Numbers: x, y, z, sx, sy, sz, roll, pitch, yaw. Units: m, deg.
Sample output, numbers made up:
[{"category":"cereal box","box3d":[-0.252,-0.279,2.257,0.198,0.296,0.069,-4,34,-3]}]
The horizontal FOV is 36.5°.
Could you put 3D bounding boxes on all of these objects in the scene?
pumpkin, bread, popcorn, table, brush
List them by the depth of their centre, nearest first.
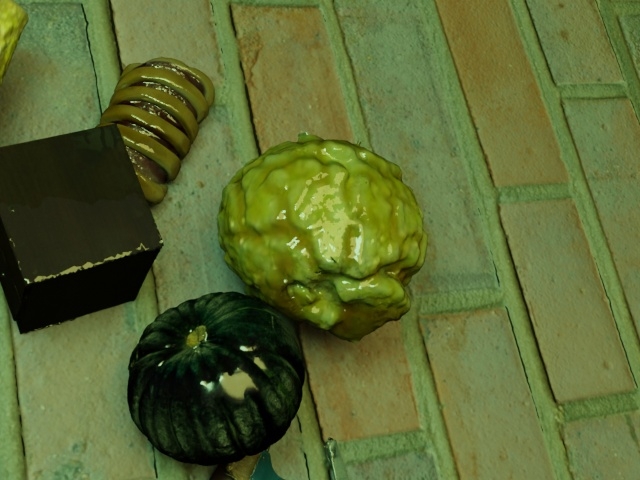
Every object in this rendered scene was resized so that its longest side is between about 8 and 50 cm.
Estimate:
[{"category":"pumpkin","box3d":[-0.127,0.166,1.172,0.220,0.220,0.162,-46,133,-31]},{"category":"table","box3d":[-0.315,-0.009,1.176,0.172,0.193,0.169,-17,75,-27]},{"category":"brush","box3d":[-0.049,0.307,1.218,0.164,0.014,0.051,39,62,-25]},{"category":"popcorn","box3d":[-0.004,-0.009,1.264,0.282,0.282,0.247,23,73,-11]},{"category":"bread","box3d":[-0.235,-0.160,1.341,0.134,0.081,0.225,24,61,-9]}]

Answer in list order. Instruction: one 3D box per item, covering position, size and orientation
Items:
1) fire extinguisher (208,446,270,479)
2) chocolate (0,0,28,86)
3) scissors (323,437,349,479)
[{"category":"fire extinguisher","box3d":[-0.104,0.285,1.218,0.064,0.043,0.158,53,55,-28]},{"category":"chocolate","box3d":[-0.462,-0.091,1.132,0.162,0.162,0.445,25,71,-10]},{"category":"scissors","box3d":[0.059,0.426,1.228,0.191,0.029,0.360,-8,70,-25]}]
